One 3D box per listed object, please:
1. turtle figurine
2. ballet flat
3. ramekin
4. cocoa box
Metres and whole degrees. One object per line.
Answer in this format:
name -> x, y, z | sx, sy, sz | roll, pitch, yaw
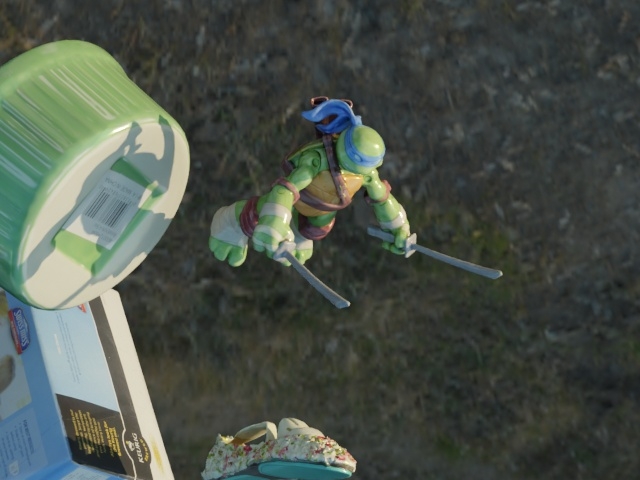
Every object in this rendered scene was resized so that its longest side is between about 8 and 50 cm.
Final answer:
turtle figurine -> 0.000, 0.000, 1.571 | 0.274, 0.198, 0.266 | 56, 147, -5
ballet flat -> -0.055, 0.252, 1.687 | 0.241, 0.077, 0.091 | -15, 150, 41
ramekin -> -0.293, -0.065, 1.629 | 0.303, 0.148, 0.303 | -41, 154, -26
cocoa box -> -0.387, 0.228, 1.920 | 0.231, 0.347, 0.228 | -34, 147, 18
